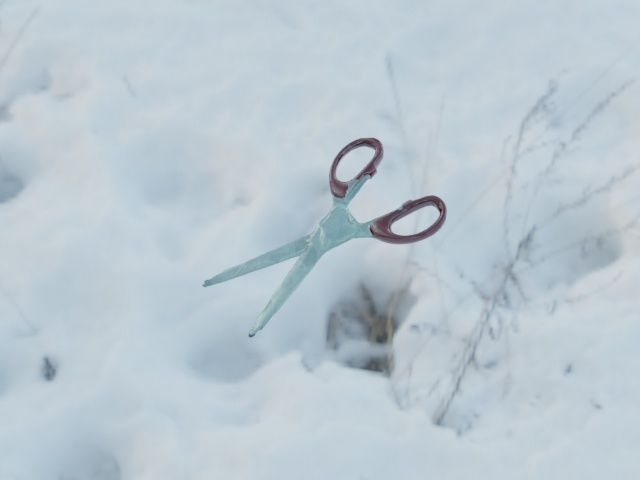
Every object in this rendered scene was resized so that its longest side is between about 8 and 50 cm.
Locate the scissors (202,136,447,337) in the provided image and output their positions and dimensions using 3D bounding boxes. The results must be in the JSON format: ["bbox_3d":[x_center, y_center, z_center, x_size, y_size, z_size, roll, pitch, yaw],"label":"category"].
[{"bbox_3d":[0.000,0.000,1.383,0.248,0.017,0.144,-37,62,-15],"label":"scissors"}]
